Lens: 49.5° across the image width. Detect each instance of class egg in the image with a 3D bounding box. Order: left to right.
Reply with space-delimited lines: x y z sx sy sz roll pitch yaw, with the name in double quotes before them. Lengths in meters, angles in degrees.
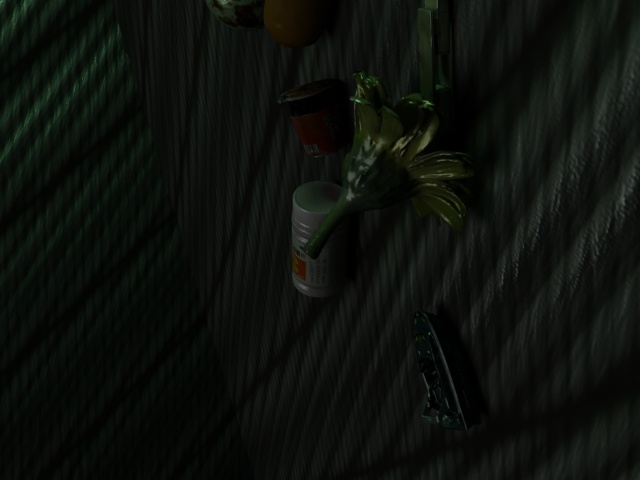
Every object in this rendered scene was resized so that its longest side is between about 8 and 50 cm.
"egg" -0.173 -0.555 1.492 0.169 0.169 0.231 112 141 -58

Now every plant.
"plant" 0.093 -0.119 1.133 0.306 0.297 0.261 43 -154 -30

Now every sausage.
"sausage" -0.031 -0.512 1.244 0.353 0.134 0.116 99 169 -52

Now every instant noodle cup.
"instant noodle cup" -0.007 -0.249 1.429 0.127 0.127 0.135 26 139 60

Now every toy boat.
"toy boat" 0.221 0.242 1.298 0.093 0.103 0.245 -29 77 68

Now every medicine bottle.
"medicine bottle" 0.000 0.000 1.574 0.133 0.133 0.249 51 150 41

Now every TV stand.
"TV stand" 0.177 -0.287 1.059 0.036 0.042 0.249 -137 35 -56
